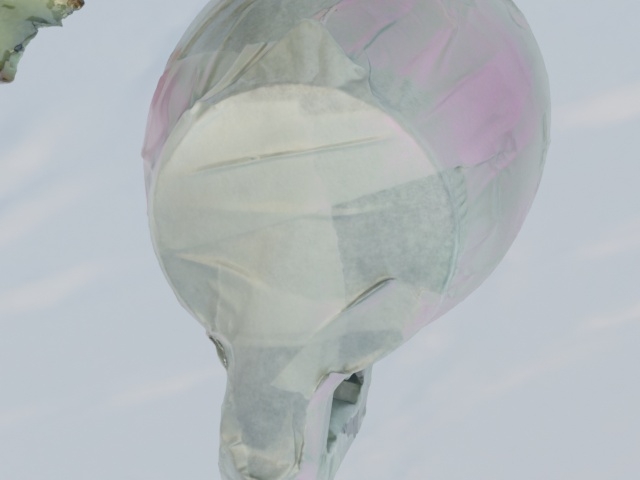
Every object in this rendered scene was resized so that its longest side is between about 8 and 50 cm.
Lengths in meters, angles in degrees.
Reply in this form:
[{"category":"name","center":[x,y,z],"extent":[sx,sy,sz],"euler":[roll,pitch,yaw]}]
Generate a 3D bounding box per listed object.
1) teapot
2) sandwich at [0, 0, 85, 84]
[{"category":"teapot","center":[-0.011,-0.009,0.756],"extent":[0.222,0.163,0.178],"euler":[-55,-178,25]},{"category":"sandwich","center":[-0.239,-0.156,1.025],"extent":[0.094,0.258,0.096],"euler":[-55,164,-5]}]
